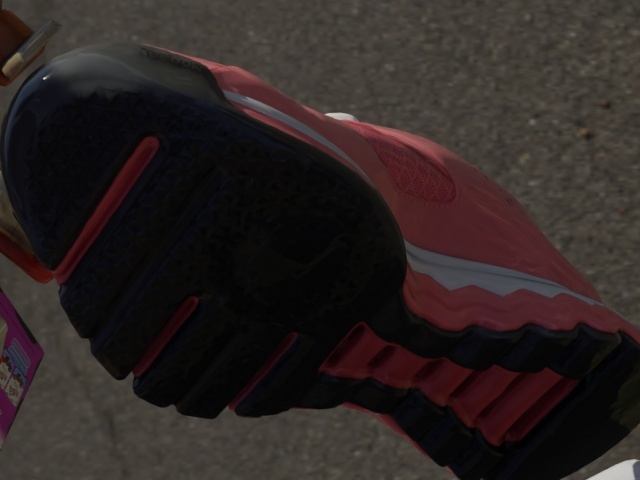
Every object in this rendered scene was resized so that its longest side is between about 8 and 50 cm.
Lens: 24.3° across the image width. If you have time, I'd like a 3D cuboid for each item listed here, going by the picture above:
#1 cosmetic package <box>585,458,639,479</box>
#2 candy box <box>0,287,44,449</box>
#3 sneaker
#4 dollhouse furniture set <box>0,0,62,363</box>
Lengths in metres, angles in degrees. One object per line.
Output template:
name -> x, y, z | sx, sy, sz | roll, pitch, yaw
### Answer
cosmetic package -> 0.076, 0.379, 0.738 | 0.393, 0.327, 0.329 | -27, 59, -2
candy box -> -0.328, 0.136, 1.227 | 0.071, 0.159, 0.233 | -1, 47, 22
sneaker -> 0.000, 0.001, 0.592 | 0.116, 0.314, 0.136 | -46, 41, 20
dollhouse furniture set -> -0.211, -0.009, 1.045 | 0.262, 0.259, 0.135 | 41, 153, -3
